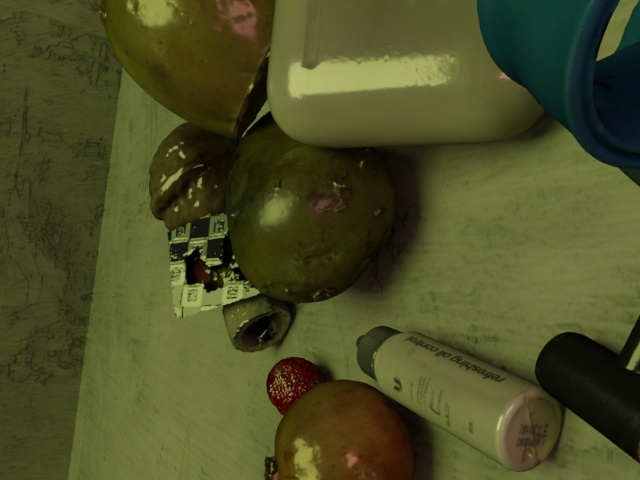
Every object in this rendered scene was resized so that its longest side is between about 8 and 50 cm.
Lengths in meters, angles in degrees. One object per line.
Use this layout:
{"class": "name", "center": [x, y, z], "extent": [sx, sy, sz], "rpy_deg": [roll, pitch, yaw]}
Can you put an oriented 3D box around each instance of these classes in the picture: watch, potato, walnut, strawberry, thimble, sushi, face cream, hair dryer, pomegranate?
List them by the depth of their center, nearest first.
{"class": "watch", "center": [0.277, -0.196, 0.442], "extent": [0.305, 0.274, 0.241], "rpy_deg": [-61, 34, 30]}
{"class": "hair dryer", "center": [0.292, 0.053, 0.577], "extent": [0.128, 0.070, 0.255], "rpy_deg": [35, 105, 58]}
{"class": "face cream", "center": [0.133, 0.164, 0.775], "extent": [0.311, 0.092, 0.092], "rpy_deg": [16, 96, 60]}
{"class": "pomegranate", "center": [0.027, 0.274, 0.832], "extent": [0.191, 0.191, 0.191], "rpy_deg": [-23, 63, 55]}
{"class": "potato", "center": [-0.031, -0.061, 0.993], "extent": [0.269, 0.219, 0.359], "rpy_deg": [-56, 29, 16]}
{"class": "strawberry", "center": [-0.032, 0.231, 1.036], "extent": [0.106, 0.106, 0.106], "rpy_deg": [-23, 63, 55]}
{"class": "potato", "center": [-0.172, -0.399, 1.057], "extent": [0.385, 0.319, 0.442], "rpy_deg": [-60, 9, 31]}
{"class": "sushi", "center": [-0.145, 0.028, 1.179], "extent": [0.279, 0.043, 0.192], "rpy_deg": [-21, 64, 19]}
{"class": "thimble", "center": [-0.116, 0.138, 1.185], "extent": [0.115, 0.102, 0.090], "rpy_deg": [-54, 38, 22]}
{"class": "walnut", "center": [-0.222, -0.117, 1.314], "extent": [0.248, 0.248, 0.248], "rpy_deg": [-23, 63, 55]}

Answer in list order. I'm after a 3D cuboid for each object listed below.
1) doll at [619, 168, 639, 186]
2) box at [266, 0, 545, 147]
{"class": "doll", "center": [0.292, -0.081, 0.623], "extent": [0.027, 0.037, 0.125], "rpy_deg": [-59, 38, 32]}
{"class": "box", "center": [0.102, -0.254, 0.781], "extent": [0.349, 0.141, 0.288], "rpy_deg": [3, 84, 27]}
